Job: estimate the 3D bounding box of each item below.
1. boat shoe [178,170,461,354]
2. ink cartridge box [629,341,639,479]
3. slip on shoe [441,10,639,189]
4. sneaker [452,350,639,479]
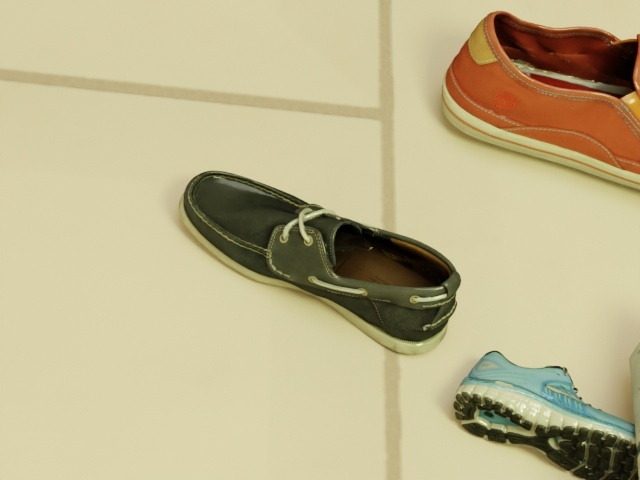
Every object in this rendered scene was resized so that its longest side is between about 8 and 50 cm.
[{"bbox_3d":[0.000,0.000,1.444,0.233,0.079,0.084,27,56,10],"label":"boat shoe"},{"bbox_3d":[0.310,0.143,1.342,0.153,0.087,0.208,23,31,-9],"label":"ink cartridge box"},{"bbox_3d":[0.268,-0.114,1.555,0.331,0.101,0.123,13,44,-3],"label":"slip on shoe"},{"bbox_3d":[0.184,0.124,1.402,0.162,0.063,0.073,22,51,4],"label":"sneaker"}]
